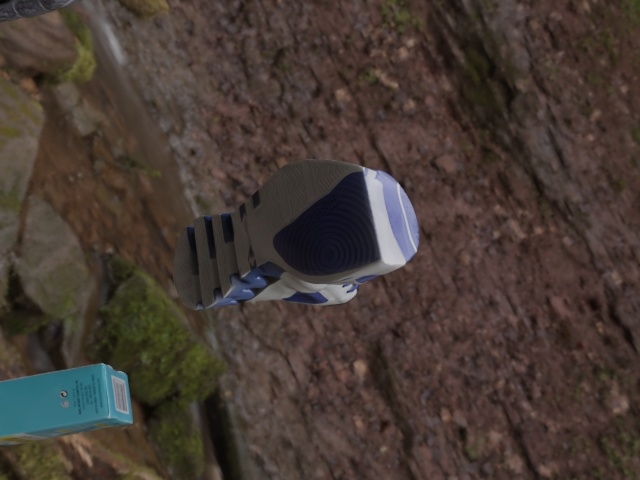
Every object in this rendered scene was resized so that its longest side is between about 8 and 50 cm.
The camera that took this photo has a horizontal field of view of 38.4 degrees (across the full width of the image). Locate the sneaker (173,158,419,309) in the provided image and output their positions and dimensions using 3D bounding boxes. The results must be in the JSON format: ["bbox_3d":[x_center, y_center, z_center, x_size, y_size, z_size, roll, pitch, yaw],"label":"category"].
[{"bbox_3d":[-0.001,0.000,0.993,0.182,0.315,0.127,2,77,-43],"label":"sneaker"}]

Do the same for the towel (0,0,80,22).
[{"bbox_3d":[-0.234,-0.223,0.593,0.235,0.283,0.121,-62,156,-60],"label":"towel"}]

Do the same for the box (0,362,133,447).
[{"bbox_3d":[-0.338,0.189,0.997,0.100,0.244,0.060,78,1,-75],"label":"box"}]
